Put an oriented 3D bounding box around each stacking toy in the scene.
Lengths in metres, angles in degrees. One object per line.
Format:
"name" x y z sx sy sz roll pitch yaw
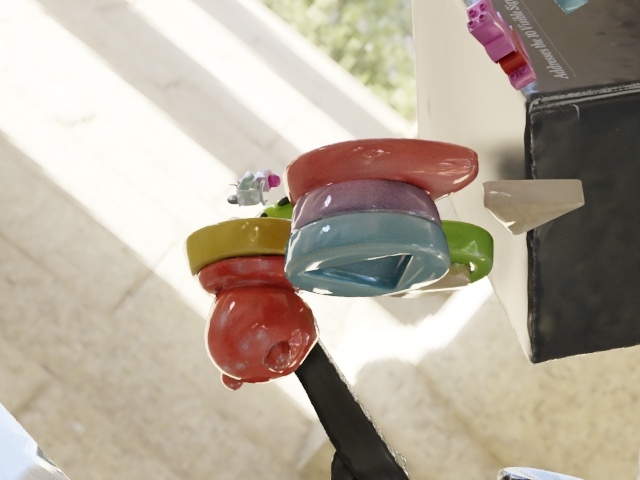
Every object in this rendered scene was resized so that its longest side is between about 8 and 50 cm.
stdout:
"stacking toy" 0.055 0.036 1.414 0.279 0.309 0.130 6 68 -26

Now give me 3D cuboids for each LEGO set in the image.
"LEGO set" -0.057 0.049 2.284 0.107 0.287 0.132 5 39 23
"LEGO set" 0.136 -0.243 1.302 0.093 0.087 0.227 35 32 -49

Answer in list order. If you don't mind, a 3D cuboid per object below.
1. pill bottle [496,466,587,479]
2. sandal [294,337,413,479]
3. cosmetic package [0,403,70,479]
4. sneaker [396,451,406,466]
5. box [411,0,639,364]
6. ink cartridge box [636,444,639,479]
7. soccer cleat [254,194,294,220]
"pill bottle" 0.241 0.373 1.882 0.123 0.219 0.123 9 0 0
"sandal" 0.049 0.274 1.728 0.446 0.107 0.167 57 0 10
"cosmetic package" -0.296 0.211 1.264 0.224 0.138 0.225 46 10 11
"sneaker" 0.092 0.310 2.129 0.052 0.058 0.135 48 31 -10
"box" 0.371 -0.153 1.706 0.472 0.297 0.480 -8 32 -7
"ink cartridge box" 0.451 0.302 1.827 0.218 0.092 0.158 7 45 9
"soccer cleat" 0.001 0.001 1.669 0.093 0.121 0.289 44 34 10
